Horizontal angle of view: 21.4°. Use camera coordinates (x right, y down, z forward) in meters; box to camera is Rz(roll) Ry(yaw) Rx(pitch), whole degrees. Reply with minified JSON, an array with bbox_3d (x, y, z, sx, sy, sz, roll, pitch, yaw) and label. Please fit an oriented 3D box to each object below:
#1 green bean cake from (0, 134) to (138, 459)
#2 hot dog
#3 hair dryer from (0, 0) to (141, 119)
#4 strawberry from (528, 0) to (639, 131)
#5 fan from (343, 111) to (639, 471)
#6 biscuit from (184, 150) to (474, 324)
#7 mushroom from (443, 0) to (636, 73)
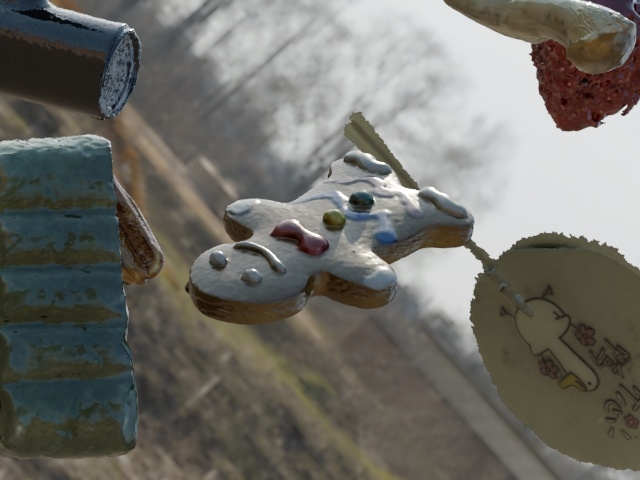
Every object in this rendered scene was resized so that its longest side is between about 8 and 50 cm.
[{"bbox_3d":[-0.176,0.034,0.994,0.183,0.094,0.185,173,-84,-66],"label":"green bean cake"},{"bbox_3d":[-0.210,-0.016,1.710,0.144,0.062,0.038,56,-27,17],"label":"hot dog"},{"bbox_3d":[-0.238,-0.240,1.417,0.197,0.251,0.089,16,11,11],"label":"hair dryer"},{"bbox_3d":[0.319,-0.223,1.983,0.184,0.201,0.187,3,34,-33],"label":"strawberry"},{"bbox_3d":[0.163,0.043,1.460,0.415,0.012,0.233,44,-44,12],"label":"fan"},{"bbox_3d":[0.000,0.000,1.094,0.138,0.205,0.031,31,-47,35],"label":"biscuit"},{"bbox_3d":[0.174,-0.181,1.400,0.059,0.054,0.202,26,0,-45],"label":"mushroom"}]
